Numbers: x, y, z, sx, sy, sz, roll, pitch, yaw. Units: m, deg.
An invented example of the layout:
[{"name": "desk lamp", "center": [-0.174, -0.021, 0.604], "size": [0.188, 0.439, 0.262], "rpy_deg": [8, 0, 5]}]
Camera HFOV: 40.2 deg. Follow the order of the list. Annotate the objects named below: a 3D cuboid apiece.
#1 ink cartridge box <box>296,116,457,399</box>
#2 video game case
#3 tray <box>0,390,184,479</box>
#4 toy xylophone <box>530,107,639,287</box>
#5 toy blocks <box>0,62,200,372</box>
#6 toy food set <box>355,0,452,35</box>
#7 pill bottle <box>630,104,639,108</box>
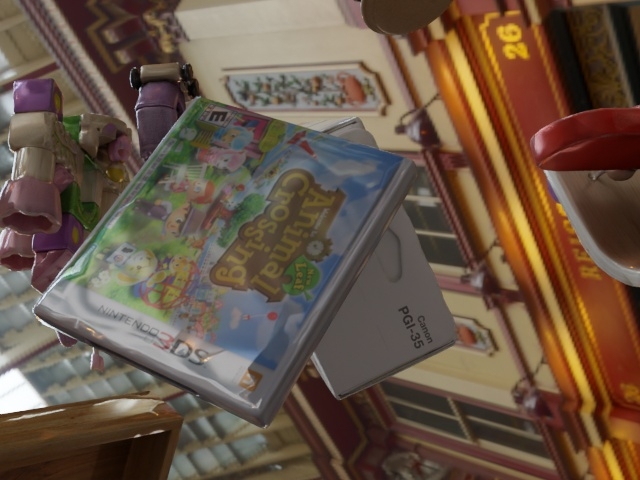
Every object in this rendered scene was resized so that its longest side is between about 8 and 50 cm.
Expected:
[{"name": "ink cartridge box", "center": [0.000, 0.000, 0.817], "size": [0.117, 0.283, 0.207], "rpy_deg": [-26, -80, -5]}, {"name": "video game case", "center": [-0.065, 0.000, 0.608], "size": [0.212, 0.193, 0.023], "rpy_deg": [-58, -28, -25]}, {"name": "tray", "center": [-0.336, 0.271, 0.839], "size": [0.411, 0.076, 0.202], "rpy_deg": [0, -69, -49]}, {"name": "toy xylophone", "center": [0.246, -0.055, 0.317], "size": [0.236, 0.323, 0.081], "rpy_deg": [-1, -108, -37]}, {"name": "toy blocks", "center": [-0.267, -0.009, 0.980], "size": [0.288, 0.309, 0.259], "rpy_deg": [72, -166, -68]}, {"name": "toy food set", "center": [0.063, -0.176, 0.602], "size": [0.083, 0.020, 0.083], "rpy_deg": [-38, -30, 18]}, {"name": "pill bottle", "center": [0.464, -0.134, 1.044], "size": [0.108, 0.180, 0.107], "rpy_deg": [-19, -90, -81]}]
